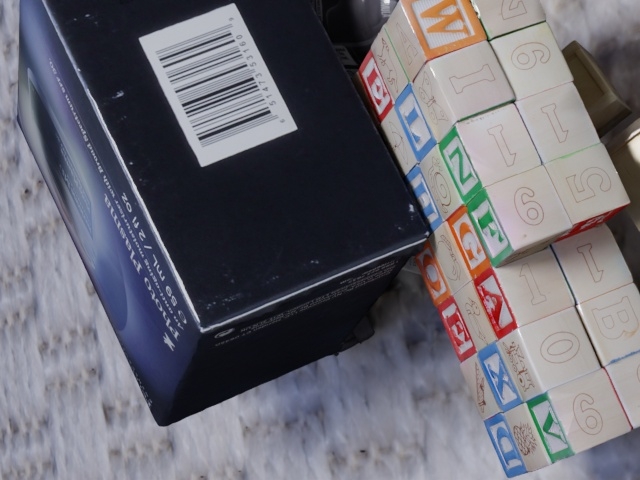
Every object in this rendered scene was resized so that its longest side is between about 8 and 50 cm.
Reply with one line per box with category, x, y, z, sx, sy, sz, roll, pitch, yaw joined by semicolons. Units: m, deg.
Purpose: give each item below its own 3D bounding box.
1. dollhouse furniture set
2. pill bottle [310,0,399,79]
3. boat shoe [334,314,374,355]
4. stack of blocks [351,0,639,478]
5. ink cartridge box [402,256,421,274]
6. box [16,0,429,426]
dollhouse furniture set;0.259;-0.074;1.050;0.161;0.101;0.182;-39;58;17
pill bottle;0.036;-0.187;1.272;0.245;0.130;0.130;9;98;51
boat shoe;0.000;0.000;1.398;0.065;0.075;0.206;-14;69;8
stack of blocks;0.126;-0.007;1.060;0.171;0.087;0.297;129;120;-71
ink cartridge box;0.124;-0.015;1.223;0.135;0.056;0.099;15;103;51
box;-0.091;-0.050;1.208;0.296;0.182;0.294;63;163;13
